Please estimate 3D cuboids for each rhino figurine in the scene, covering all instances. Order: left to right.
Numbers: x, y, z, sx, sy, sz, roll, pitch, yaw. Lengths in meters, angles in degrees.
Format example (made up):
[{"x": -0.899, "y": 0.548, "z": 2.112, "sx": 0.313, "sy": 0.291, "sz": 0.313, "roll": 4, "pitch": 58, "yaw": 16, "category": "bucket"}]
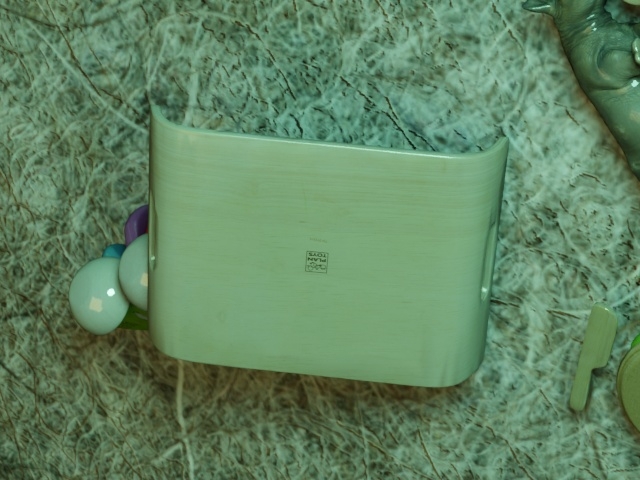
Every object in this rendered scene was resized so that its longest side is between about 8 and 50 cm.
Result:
[{"x": 0.234, "y": -0.136, "z": 1.300, "sx": 0.243, "sy": 0.073, "sz": 0.106, "roll": 56, "pitch": 153, "yaw": 3, "category": "rhino figurine"}]

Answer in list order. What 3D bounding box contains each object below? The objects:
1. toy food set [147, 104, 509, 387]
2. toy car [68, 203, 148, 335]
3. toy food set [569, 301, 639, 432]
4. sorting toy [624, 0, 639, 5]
[{"x": 0.000, "y": 0.000, "z": 1.462, "sx": 0.306, "sy": 0.092, "sz": 0.220, "roll": 6, "pitch": 116, "yaw": 3, "category": "toy food set"}, {"x": -0.143, "y": 0.023, "z": 1.614, "sx": 0.182, "sy": 0.159, "sz": 0.136, "roll": -25, "pitch": 60, "yaw": 40, "category": "toy car"}, {"x": 0.307, "y": 0.123, "z": 1.398, "sx": 0.192, "sy": 0.038, "sz": 0.132, "roll": 24, "pitch": 130, "yaw": 19, "category": "toy food set"}, {"x": 0.267, "y": -0.283, "z": 1.180, "sx": 0.193, "sy": 0.038, "sz": 0.208, "roll": -9, "pitch": 86, "yaw": 50, "category": "sorting toy"}]
